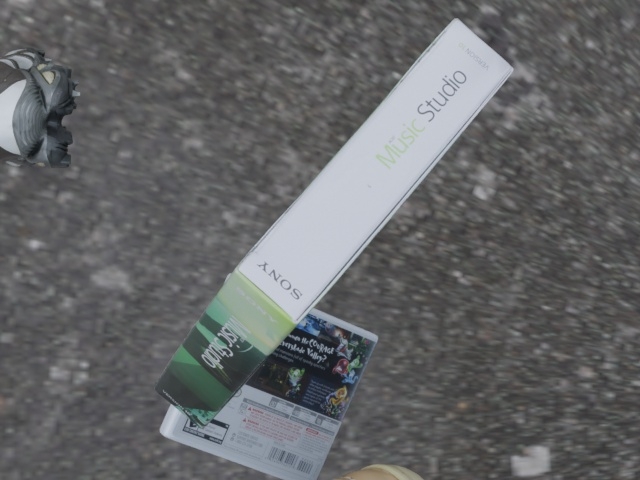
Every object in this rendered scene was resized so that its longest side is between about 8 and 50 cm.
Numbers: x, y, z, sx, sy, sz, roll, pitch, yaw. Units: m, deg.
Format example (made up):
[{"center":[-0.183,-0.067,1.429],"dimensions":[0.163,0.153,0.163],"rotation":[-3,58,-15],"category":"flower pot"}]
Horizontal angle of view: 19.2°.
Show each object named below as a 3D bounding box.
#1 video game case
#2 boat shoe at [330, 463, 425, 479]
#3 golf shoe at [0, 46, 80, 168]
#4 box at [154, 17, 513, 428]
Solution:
[{"center":[-0.049,0.143,1.896],"dimensions":[0.022,0.190,0.173],"rotation":[22,88,57],"category":"video game case"},{"center":[0.017,0.241,0.875],"dimensions":[0.341,0.110,0.121],"rotation":[-98,28,-45],"category":"boat shoe"},{"center":[-0.208,-0.083,1.156],"dimensions":[0.094,0.198,0.077],"rotation":[1,91,-17],"category":"golf shoe"},{"center":[0.000,0.000,1.304],"dimensions":[0.058,0.322,0.232],"rotation":[40,69,2],"category":"box"}]
